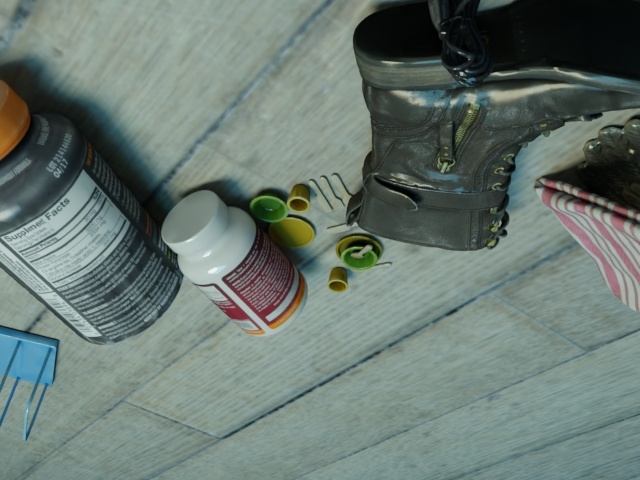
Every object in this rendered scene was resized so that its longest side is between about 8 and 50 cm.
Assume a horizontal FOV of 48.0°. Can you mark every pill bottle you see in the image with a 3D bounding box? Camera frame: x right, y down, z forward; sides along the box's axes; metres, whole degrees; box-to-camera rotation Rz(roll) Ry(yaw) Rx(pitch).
[{"bbox_3d":[-0.235,-0.023,0.639,0.130,0.130,0.246,-11,137,20],"label":"pill bottle"},{"bbox_3d":[-0.083,0.023,0.706,0.086,0.086,0.152,-16,135,25],"label":"pill bottle"}]

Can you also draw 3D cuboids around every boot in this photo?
[{"bbox_3d":[0.142,-0.074,0.571,0.263,0.091,0.229,6,143,13],"label":"boot"}]

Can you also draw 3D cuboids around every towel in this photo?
[{"bbox_3d":[0.252,0.023,0.577,0.029,0.197,0.144,-41,110,2],"label":"towel"}]

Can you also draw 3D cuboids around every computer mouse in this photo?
[{"bbox_3d":[0.155,-0.174,0.436,0.193,0.106,0.042,-28,131,25],"label":"computer mouse"}]

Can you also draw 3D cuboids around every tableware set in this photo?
[{"bbox_3d":[0.000,0.000,0.716,0.104,0.024,0.154,-12,137,22],"label":"tableware set"}]

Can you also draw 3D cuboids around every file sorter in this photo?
[{"bbox_3d":[-0.443,0.179,0.929,0.170,0.104,0.118,16,140,-12],"label":"file sorter"}]

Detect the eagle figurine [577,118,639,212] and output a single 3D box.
[{"bbox_3d":[0.370,0.017,0.569,0.298,0.225,0.226,6,152,-16],"label":"eagle figurine"}]
